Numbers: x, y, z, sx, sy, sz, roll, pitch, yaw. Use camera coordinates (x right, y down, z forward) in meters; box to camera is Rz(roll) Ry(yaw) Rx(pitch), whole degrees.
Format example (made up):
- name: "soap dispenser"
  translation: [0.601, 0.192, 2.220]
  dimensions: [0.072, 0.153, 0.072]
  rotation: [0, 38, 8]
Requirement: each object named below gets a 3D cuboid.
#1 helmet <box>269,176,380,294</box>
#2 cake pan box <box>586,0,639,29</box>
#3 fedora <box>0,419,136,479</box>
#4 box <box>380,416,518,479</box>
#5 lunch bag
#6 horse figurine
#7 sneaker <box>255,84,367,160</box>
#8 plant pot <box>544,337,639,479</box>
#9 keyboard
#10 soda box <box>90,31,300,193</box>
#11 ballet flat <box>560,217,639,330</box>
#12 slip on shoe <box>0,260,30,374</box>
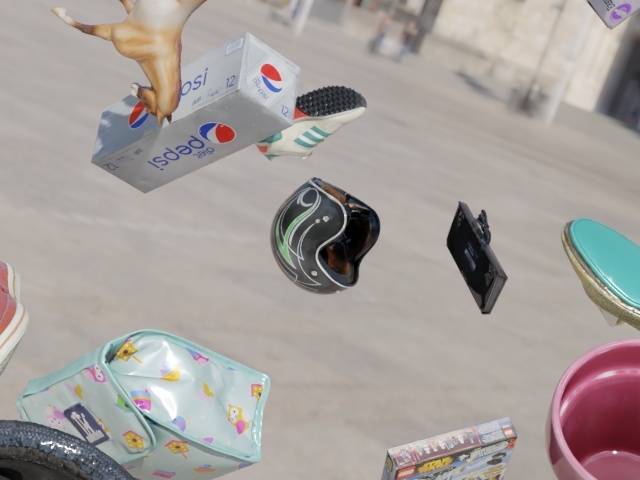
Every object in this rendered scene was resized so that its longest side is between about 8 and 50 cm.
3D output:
- name: "helmet"
  translation: [0.000, 0.000, 2.435]
  dimensions: [0.169, 0.162, 0.169]
  rotation: [28, 11, -6]
- name: "cake pan box"
  translation: [0.318, -0.432, 2.047]
  dimensions: [0.267, 0.070, 0.246]
  rotation: [33, 29, -54]
- name: "fedora"
  translation: [-0.345, 0.351, 1.822]
  dimensions: [0.334, 0.334, 0.152]
  rotation: [20, 6, -5]
- name: "box"
  translation: [0.131, 0.232, 1.585]
  dimensions: [0.137, 0.094, 0.027]
  rotation: [-12, 54, -16]
- name: "lunch bag"
  translation: [-0.232, 0.219, 1.973]
  dimensions: [0.262, 0.160, 0.223]
  rotation: [24, -33, -33]
- name: "horse figurine"
  translation: [-0.175, -0.272, 1.629]
  dimensions: [0.174, 0.263, 0.066]
  rotation: [42, 26, 15]
- name: "sneaker"
  translation: [-0.012, -0.148, 2.007]
  dimensions: [0.075, 0.161, 0.057]
  rotation: [64, 13, -45]
- name: "plant pot"
  translation: [0.324, 0.230, 1.581]
  dimensions: [0.201, 0.201, 0.180]
  rotation: [23, -35, 15]
- name: "keyboard"
  translation: [0.230, 0.014, 2.225]
  dimensions: [0.023, 0.108, 0.180]
  rotation: [2, 36, -20]
- name: "soda box"
  translation: [-0.160, -0.157, 1.941]
  dimensions: [0.286, 0.091, 0.098]
  rotation: [-22, -40, 40]
- name: "ballet flat"
  translation: [0.481, 0.103, 2.220]
  dimensions: [0.348, 0.123, 0.123]
  rotation: [33, 11, 10]
- name: "slip on shoe"
  translation: [-0.460, 0.102, 2.059]
  dimensions: [0.101, 0.123, 0.331]
  rotation: [28, 12, -23]
